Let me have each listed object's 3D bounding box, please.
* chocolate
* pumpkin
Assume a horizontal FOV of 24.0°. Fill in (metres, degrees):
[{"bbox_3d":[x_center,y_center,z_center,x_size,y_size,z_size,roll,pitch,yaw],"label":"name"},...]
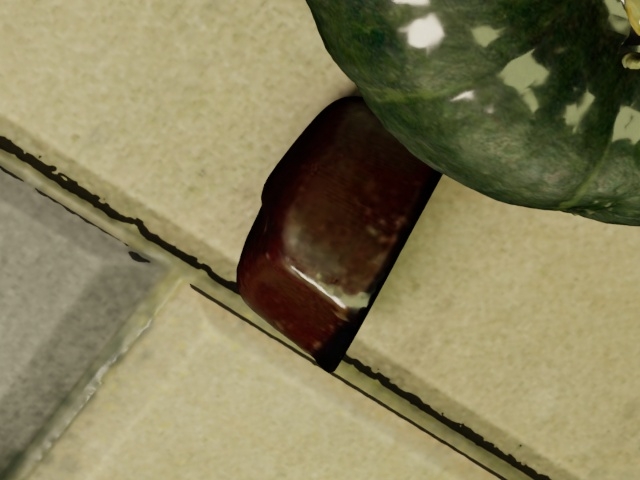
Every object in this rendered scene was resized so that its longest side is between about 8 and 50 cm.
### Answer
[{"bbox_3d":[0.000,0.000,0.769,0.080,0.125,0.148,30,119,3],"label":"chocolate"},{"bbox_3d":[0.129,-0.147,0.633,0.300,0.207,0.300,0,118,1],"label":"pumpkin"}]
